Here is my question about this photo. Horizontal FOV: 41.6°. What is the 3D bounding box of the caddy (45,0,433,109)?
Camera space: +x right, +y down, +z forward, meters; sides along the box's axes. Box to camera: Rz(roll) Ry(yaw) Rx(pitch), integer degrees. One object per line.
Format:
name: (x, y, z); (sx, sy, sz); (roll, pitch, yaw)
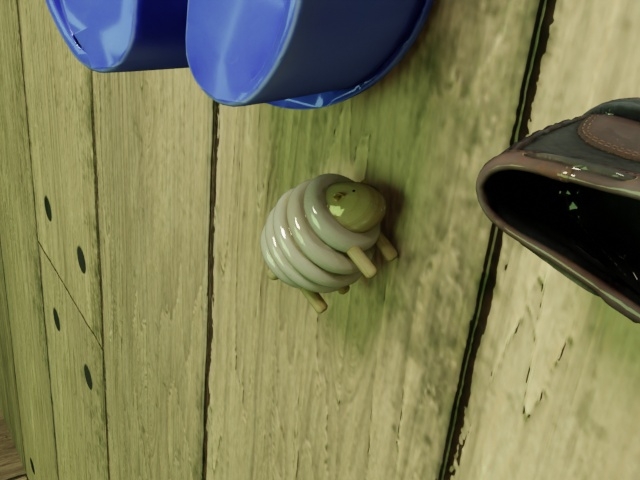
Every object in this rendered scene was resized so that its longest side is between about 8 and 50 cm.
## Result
caddy: (-0.043, -0.241, 0.513); (0.241, 0.179, 0.341); (20, 120, 31)

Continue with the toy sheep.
toy sheep: (0.000, 0.000, 0.616); (0.132, 0.091, 0.091); (-39, 66, 38)

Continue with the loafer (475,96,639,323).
loafer: (0.178, 0.036, 0.306); (0.302, 0.095, 0.109); (43, 136, 46)
